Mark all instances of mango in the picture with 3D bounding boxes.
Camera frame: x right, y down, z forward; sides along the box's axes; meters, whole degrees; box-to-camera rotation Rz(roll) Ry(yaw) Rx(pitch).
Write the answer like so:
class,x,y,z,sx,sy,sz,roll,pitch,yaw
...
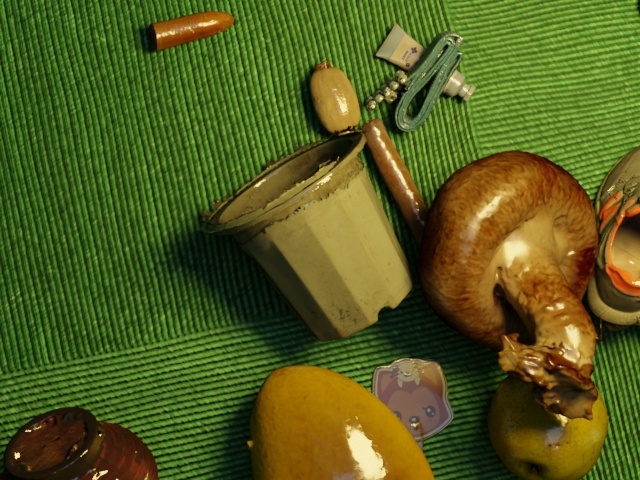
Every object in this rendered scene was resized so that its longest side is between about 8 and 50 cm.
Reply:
class,x,y,z,sx,sy,sz,roll,pitch,yaw
mango,0.026,0.398,1.745,0.301,0.220,0.445,-25,80,-6

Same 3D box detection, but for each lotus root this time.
class,x,y,z,sx,sy,sz,roll,pitch,yaw
lotus root,0.024,-0.221,1.877,0.073,0.062,0.150,-19,87,-12

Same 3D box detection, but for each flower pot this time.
class,x,y,z,sx,sy,sz,roll,pitch,yaw
flower pot,0.000,0.000,1.768,0.290,0.290,0.259,-36,106,-12

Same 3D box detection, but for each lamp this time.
class,x,y,z,sx,sy,sz,roll,pitch,yaw
lamp,-0.350,0.365,1.673,0.247,0.247,0.247,1,84,-10

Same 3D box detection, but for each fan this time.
class,x,y,z,sx,sy,sz,roll,pitch,yaw
fan,0.154,0.299,1.876,0.132,0.009,0.220,-9,85,-9

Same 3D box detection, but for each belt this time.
class,x,y,z,sx,sy,sz,roll,pitch,yaw
belt,0.161,-0.268,1.880,0.100,0.065,0.179,31,105,-9

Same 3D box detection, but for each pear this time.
class,x,y,z,sx,sy,sz,roll,pitch,yaw
pear,0.357,0.292,1.830,0.198,0.198,0.198,1,84,-10

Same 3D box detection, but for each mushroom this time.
class,x,y,z,sx,sy,sz,roll,pitch,yaw
mushroom,0.303,0.036,1.744,0.331,0.356,0.334,36,86,-21

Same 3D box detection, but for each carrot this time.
class,x,y,z,sx,sy,sz,roll,pitch,yaw
carrot,-0.204,-0.344,1.857,0.139,0.048,0.048,-18,88,-14

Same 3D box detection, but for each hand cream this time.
class,x,y,z,sx,sy,sz,roll,pitch,yaw
hand cream,0.179,-0.288,1.923,0.171,0.043,0.065,33,86,-4

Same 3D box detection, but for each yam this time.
class,x,y,z,sx,sy,sz,roll,pitch,yaw
yam,0.137,-0.080,1.893,0.046,0.046,0.264,-27,89,-12

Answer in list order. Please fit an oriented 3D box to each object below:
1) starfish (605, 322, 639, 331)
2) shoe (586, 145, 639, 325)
class,x,y,z,sx,sy,sz,roll,pitch,yaw
starfish,0.648,0.114,1.894,0.327,0.094,0.375,-38,60,-24
shoe,0.516,-0.039,1.864,0.132,0.171,0.336,16,64,6
